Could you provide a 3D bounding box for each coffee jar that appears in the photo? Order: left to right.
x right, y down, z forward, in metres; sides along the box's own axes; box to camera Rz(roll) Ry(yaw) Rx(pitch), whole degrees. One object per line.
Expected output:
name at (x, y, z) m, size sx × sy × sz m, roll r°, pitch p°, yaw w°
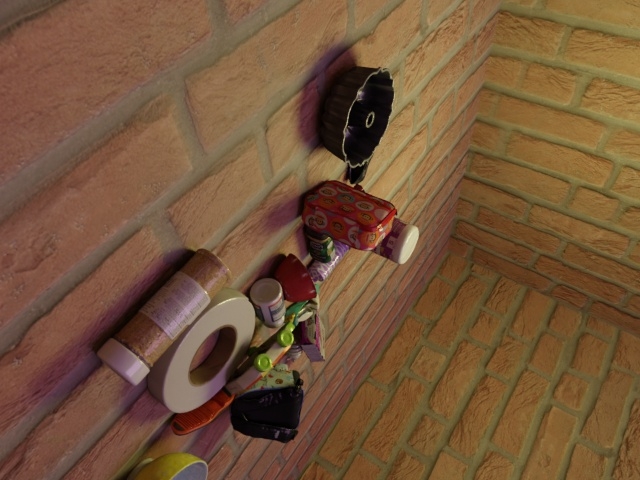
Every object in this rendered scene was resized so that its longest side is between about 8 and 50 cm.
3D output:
coffee jar at (0.000, 0.000, 1.809) m, size 0.079 × 0.096 × 0.185 m, roll -53°, pitch 153°, yaw -29°

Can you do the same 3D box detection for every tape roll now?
tape roll at (-0.346, 0.330, 1.473) m, size 0.392 × 0.071 × 0.392 m, roll -44°, pitch 150°, yaw -35°

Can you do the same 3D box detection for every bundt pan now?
bundt pan at (0.113, -0.414, 1.593) m, size 0.331 × 0.124 × 0.331 m, roll -45°, pitch 150°, yaw -35°

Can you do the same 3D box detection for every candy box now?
candy box at (-0.030, 0.414, 2.103) m, size 0.233 × 0.071 × 0.159 m, roll 72°, pitch 15°, yaw -58°

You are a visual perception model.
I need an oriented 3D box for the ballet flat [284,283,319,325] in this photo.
ballet flat at (-0.056, 0.269, 1.974) m, size 0.247 × 0.087 × 0.083 m, roll -40°, pitch 146°, yaw -43°

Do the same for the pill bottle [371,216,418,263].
pill bottle at (0.232, -0.035, 1.988) m, size 0.169 × 0.301 × 0.169 m, roll -45°, pitch 149°, yaw -37°

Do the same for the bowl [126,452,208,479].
bowl at (-0.500, 0.759, 1.480) m, size 0.289 × 0.155 × 0.290 m, roll -46°, pitch 151°, yaw -36°

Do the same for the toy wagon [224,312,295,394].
toy wagon at (-0.184, 0.384, 1.686) m, size 0.344 × 0.068 × 0.267 m, roll -43°, pitch -176°, yaw -39°

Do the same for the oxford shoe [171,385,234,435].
oxford shoe at (-0.389, 0.584, 1.612) m, size 0.271 × 0.096 × 0.099 m, roll -15°, pitch 133°, yaw -60°

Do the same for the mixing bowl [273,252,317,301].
mixing bowl at (-0.101, 0.146, 1.691) m, size 0.098 × 0.181 × 0.182 m, roll -30°, pitch 144°, yaw -20°

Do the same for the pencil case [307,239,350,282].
pencil case at (0.033, 0.073, 1.971) m, size 0.206 × 0.086 × 0.088 m, roll -49°, pitch 175°, yaw -27°

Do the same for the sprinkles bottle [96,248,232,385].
sprinkles bottle at (-0.374, 0.180, 1.202) m, size 0.355 × 0.121 × 0.121 m, roll -51°, pitch 153°, yaw -27°

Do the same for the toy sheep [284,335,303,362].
toy sheep at (-0.115, 0.458, 2.047) m, size 0.091 × 0.091 × 0.132 m, roll -34°, pitch 137°, yaw -48°

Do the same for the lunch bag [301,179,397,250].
lunch bag at (0.108, -0.098, 1.691) m, size 0.258 × 0.292 × 0.120 m, roll -40°, pitch 148°, yaw -50°

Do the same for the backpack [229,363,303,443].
backpack at (-0.209, 0.588, 1.803) m, size 0.263 × 0.213 × 0.277 m, roll -1°, pitch 113°, yaw -20°

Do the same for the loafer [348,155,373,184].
loafer at (0.154, -0.310, 1.834) m, size 0.078 × 0.076 × 0.223 m, roll -47°, pitch 155°, yaw -49°

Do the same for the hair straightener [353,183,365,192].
hair straightener at (0.101, -0.114, 1.934) m, size 0.231 × 0.047 × 0.089 m, roll -56°, pitch 156°, yaw 0°

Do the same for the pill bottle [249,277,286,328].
pill bottle at (-0.174, 0.220, 1.662) m, size 0.108 × 0.107 × 0.180 m, roll -49°, pitch 152°, yaw -30°
